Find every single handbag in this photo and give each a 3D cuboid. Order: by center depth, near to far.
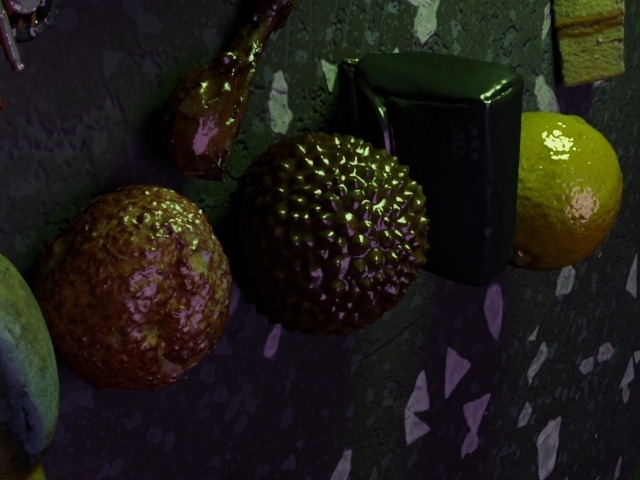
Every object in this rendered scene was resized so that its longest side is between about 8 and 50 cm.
[{"bbox_3d":[0.133,-0.102,1.238,0.178,0.275,0.301,-41,136,-43],"label":"handbag"}]

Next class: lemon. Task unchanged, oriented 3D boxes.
[{"bbox_3d":[0.384,-0.086,1.543,0.293,0.293,0.293,-20,117,-45],"label":"lemon"}]

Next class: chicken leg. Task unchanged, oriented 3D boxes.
[{"bbox_3d":[-0.104,-0.206,1.075,0.113,0.093,0.304,70,40,-58],"label":"chicken leg"}]

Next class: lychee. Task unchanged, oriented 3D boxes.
[{"bbox_3d":[0.000,0.000,1.097,0.267,0.267,0.267,-20,117,-45],"label":"lychee"}]

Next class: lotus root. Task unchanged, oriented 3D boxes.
[{"bbox_3d":[-0.337,0.142,0.869,0.158,0.140,0.322,-24,127,-23],"label":"lotus root"}]

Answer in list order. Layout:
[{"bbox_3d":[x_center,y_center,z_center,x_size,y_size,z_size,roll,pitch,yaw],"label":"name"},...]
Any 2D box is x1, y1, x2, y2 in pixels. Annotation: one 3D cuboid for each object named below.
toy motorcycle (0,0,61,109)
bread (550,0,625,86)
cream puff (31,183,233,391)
[{"bbox_3d":[-0.358,-0.236,0.749,0.298,0.089,0.171,32,79,-50],"label":"toy motorcycle"},{"bbox_3d":[0.528,-0.438,1.721,0.178,0.142,0.266,-31,124,-21],"label":"bread"},{"bbox_3d":[-0.195,0.061,0.995,0.240,0.164,0.240,-29,127,-47],"label":"cream puff"}]
